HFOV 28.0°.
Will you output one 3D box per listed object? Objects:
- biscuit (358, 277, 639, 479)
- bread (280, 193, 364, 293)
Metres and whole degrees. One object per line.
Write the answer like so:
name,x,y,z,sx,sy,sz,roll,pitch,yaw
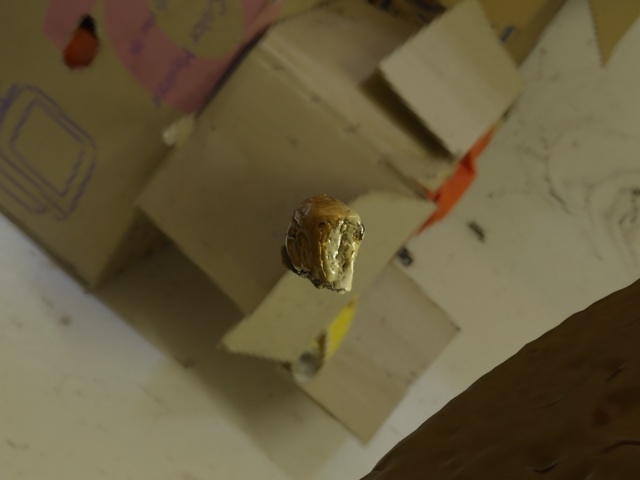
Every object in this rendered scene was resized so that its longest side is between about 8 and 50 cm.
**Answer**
biscuit,0.100,0.106,0.248,0.394,0.070,0.350,-37,-163,-31
bread,0.000,0.000,1.040,0.106,0.053,0.072,-150,-107,-72
